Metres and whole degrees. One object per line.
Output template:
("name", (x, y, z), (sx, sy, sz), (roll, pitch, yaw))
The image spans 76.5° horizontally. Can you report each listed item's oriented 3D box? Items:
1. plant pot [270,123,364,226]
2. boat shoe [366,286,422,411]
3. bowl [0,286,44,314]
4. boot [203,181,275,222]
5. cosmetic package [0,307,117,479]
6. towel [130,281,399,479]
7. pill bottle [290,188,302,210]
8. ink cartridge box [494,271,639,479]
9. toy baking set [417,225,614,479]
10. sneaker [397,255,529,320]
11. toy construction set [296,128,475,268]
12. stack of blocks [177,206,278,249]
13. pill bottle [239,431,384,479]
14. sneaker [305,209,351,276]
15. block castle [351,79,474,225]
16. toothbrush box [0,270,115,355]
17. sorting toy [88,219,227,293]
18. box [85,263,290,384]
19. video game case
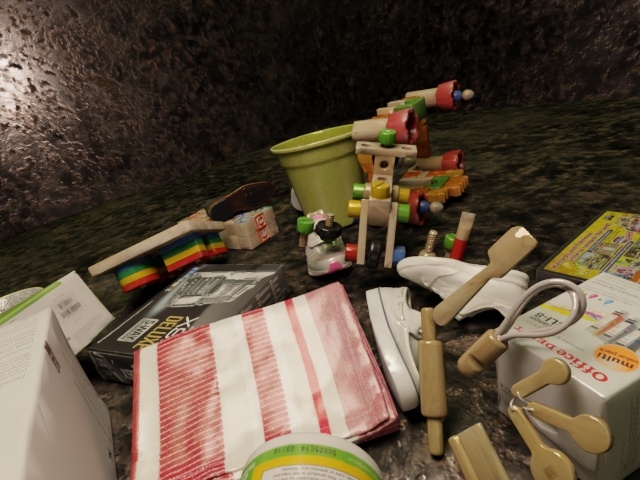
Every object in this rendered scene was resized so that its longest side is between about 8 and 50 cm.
("plant pot", (0.020, -0.176, 1.173), (0.276, 0.254, 0.276), (-13, 20, 5))
("boat shoe", (0.122, 0.133, 0.593), (0.084, 0.095, 0.258), (-16, 23, 6))
("bowl", (-0.745, 0.191, 0.984), (0.170, 0.080, 0.170), (-12, 22, 5))
("boot", (-0.248, -0.129, 1.220), (0.219, 0.082, 0.106), (-27, 28, -25))
("cosmetic package", (-0.321, 0.252, 0.418), (0.156, 0.217, 0.385), (-25, 26, -25))
("towel", (-0.089, 0.190, 0.547), (0.329, 0.037, 0.237), (-17, 45, -7))
("pill bottle", (-0.043, -0.168, 1.398), (0.103, 0.103, 0.184), (-7, 23, 16))
("ink cartridge box", (0.299, 0.138, 0.433), (0.176, 0.127, 0.128), (-22, 24, -17))
("toy baking set", (0.177, 0.125, 0.415), (0.030, 0.256, 0.196), (11, -22, -35))
("sneaker", (0.221, 0.082, 0.670), (0.212, 0.094, 0.080), (8, -8, 34))
("toy construction set", (0.153, -0.081, 0.802), (0.308, 0.237, 0.257), (22, 30, 27))
("stack of blocks", (-0.279, -0.051, 1.278), (0.297, 0.087, 0.171), (2, 27, 35))
("pill bottle", (-0.015, 0.276, 0.276), (0.136, 0.136, 0.246), (-10, 22, 9))
("sneaker", (0.000, 0.000, 0.959), (0.103, 0.111, 0.252), (-17, 23, -7))
("block castle", (0.293, -0.254, 1.145), (0.212, 0.303, 0.453), (4, 29, 33))
("toothbrush box", (-0.549, 0.196, 0.709), (0.283, 0.122, 0.206), (-26, 17, 23))
("sorting toy", (-0.377, 0.044, 1.016), (0.255, 0.089, 0.257), (-25, 0, 5))
("box", (-0.235, 0.150, 0.786), (0.242, 0.077, 0.307), (-2, 25, 27))
("video game case", (0.549, 0.030, 0.671), (0.275, 0.035, 0.248), (-28, 26, -30))
